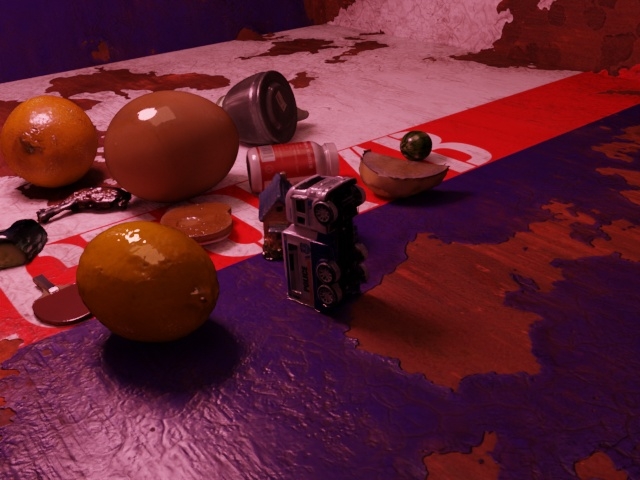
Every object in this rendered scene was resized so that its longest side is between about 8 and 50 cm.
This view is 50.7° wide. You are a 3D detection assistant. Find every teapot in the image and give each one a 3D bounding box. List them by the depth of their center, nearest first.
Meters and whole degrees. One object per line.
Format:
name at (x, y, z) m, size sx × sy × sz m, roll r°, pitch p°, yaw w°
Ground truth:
teapot at (-0.208, -0.450, 2.274) m, size 0.239 × 0.239 × 0.321 m, roll -3°, pitch 30°, yaw 29°

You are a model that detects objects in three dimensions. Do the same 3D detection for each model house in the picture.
model house at (-0.055, -0.070, 1.595) m, size 0.183 × 0.172 × 0.166 m, roll -4°, pitch 27°, yaw -3°

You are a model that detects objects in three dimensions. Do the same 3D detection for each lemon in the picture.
lemon at (-0.326, 0.078, 1.279) m, size 0.263 × 0.236 × 0.236 m, roll 44°, pitch 46°, yaw 15°

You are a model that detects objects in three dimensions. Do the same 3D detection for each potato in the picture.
potato at (0.216, -0.161, 1.826) m, size 0.243 × 0.098 × 0.138 m, roll 12°, pitch 34°, yaw 14°

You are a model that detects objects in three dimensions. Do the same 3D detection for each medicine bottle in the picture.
medicine bottle at (-0.079, -0.210, 1.907) m, size 0.250 × 0.131 × 0.131 m, roll -7°, pitch 28°, yaw -11°

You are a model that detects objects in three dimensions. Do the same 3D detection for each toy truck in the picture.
toy truck at (0.000, 0.000, 1.356) m, size 0.155 × 0.268 × 0.124 m, roll 16°, pitch 32°, yaw 34°

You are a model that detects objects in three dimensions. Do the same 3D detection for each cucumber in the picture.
cucumber at (-0.739, 0.004, 1.618) m, size 0.115 × 0.085 × 0.193 m, roll -1°, pitch 21°, yaw 7°

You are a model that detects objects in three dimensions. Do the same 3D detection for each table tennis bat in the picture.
table tennis bat at (-0.553, 0.121, 1.435) m, size 0.130 × 0.019 × 0.220 m, roll -27°, pitch 38°, yaw -37°

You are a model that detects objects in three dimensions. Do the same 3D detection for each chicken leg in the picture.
chicken leg at (-0.641, -0.100, 1.835) m, size 0.253 × 0.051 × 0.106 m, roll -15°, pitch 35°, yaw -16°

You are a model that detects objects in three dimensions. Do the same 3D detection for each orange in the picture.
orange at (-0.784, -0.284, 1.959) m, size 0.274 × 0.274 × 0.274 m, roll -2°, pitch 28°, yaw 1°

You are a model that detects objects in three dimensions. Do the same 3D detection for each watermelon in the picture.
watermelon at (0.288, -0.287, 2.062) m, size 0.109 × 0.109 × 0.109 m, roll -2°, pitch 28°, yaw 1°

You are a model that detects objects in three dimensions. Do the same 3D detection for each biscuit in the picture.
biscuit at (-0.304, -0.036, 1.680) m, size 0.181 × 0.049 × 0.208 m, roll -8°, pitch 28°, yaw -11°

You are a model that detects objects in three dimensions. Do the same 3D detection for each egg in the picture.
egg at (-0.400, -0.258, 1.841) m, size 0.374 × 0.301 × 0.301 m, roll -25°, pitch 35°, yaw -37°
